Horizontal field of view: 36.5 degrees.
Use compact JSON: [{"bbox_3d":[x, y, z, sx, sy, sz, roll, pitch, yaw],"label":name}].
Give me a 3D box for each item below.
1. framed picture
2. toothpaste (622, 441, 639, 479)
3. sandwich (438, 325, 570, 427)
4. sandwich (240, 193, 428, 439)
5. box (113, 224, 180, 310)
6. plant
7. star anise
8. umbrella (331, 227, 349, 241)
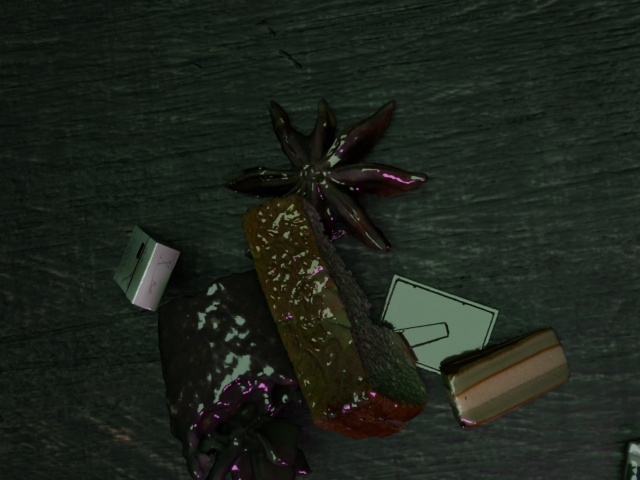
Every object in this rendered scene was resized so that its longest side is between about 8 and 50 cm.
[{"bbox_3d":[0.150,0.119,1.289,0.149,0.011,0.109,20,90,9],"label":"framed picture"},{"bbox_3d":[0.397,0.451,1.210,0.098,0.061,0.392,12,87,11],"label":"toothpaste"},{"bbox_3d":[0.239,0.172,1.215,0.163,0.113,0.079,-19,89,2],"label":"sandwich"},{"bbox_3d":[0.020,0.102,1.196,0.099,0.254,0.288,-28,70,16],"label":"sandwich"},{"bbox_3d":[-0.232,0.034,1.282,0.040,0.154,0.084,25,90,-22],"label":"box"},{"bbox_3d":[-0.092,0.186,1.230,0.188,0.199,0.276,-19,78,11],"label":"plant"},{"bbox_3d":[0.002,-0.081,1.285,0.288,0.088,0.288,-3,75,13],"label":"star anise"},{"bbox_3d":[0.001,0.002,1.311,0.083,0.031,0.020,-19,53,5],"label":"umbrella"}]
